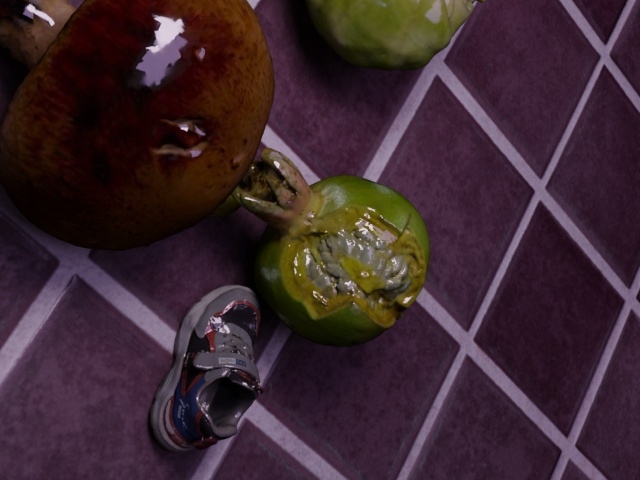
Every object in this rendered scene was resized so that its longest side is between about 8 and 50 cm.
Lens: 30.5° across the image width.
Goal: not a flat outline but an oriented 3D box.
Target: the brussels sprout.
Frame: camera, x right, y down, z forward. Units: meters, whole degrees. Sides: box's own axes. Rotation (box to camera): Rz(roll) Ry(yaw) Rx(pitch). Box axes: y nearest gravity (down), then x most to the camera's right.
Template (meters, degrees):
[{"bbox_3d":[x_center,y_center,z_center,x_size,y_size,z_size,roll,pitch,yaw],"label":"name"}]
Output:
[{"bbox_3d":[0.100,-0.388,1.580,0.274,0.242,0.317,44,73,-8],"label":"brussels sprout"}]

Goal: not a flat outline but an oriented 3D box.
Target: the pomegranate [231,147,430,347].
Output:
[{"bbox_3d":[0.000,0.000,1.492,0.302,0.236,0.236,42,62,-28],"label":"pomegranate"}]

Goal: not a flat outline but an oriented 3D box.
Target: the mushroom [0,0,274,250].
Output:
[{"bbox_3d":[-0.247,-0.159,1.317,0.334,0.356,0.331,30,77,-66],"label":"mushroom"}]

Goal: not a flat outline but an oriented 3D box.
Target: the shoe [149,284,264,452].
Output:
[{"bbox_3d":[-0.121,0.157,1.446,0.099,0.125,0.228,34,68,-30],"label":"shoe"}]

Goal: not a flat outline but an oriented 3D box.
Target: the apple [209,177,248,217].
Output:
[{"bbox_3d":[-0.131,-0.074,1.484,0.089,0.074,0.090,34,48,-48],"label":"apple"}]
